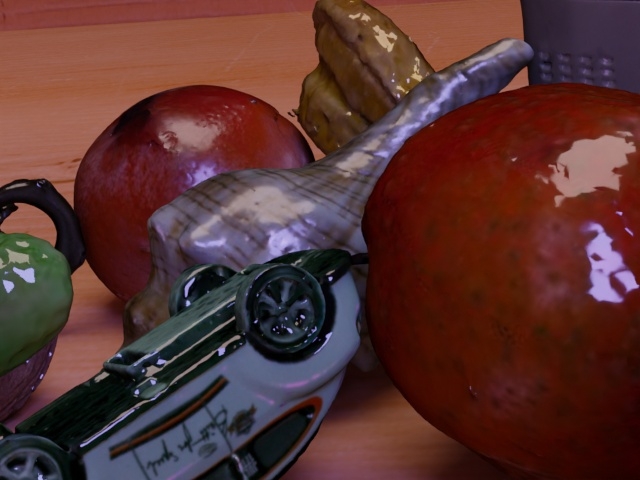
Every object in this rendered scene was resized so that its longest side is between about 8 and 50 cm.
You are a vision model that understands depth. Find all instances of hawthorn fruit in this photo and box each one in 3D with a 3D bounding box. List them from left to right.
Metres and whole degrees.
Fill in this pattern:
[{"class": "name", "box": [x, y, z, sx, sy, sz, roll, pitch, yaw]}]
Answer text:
[{"class": "hawthorn fruit", "box": [0.124, 0.031, 1.014, 0.300, 0.254, 0.254, 0, 16, 35]}]

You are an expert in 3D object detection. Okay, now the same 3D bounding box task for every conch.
[{"class": "conch", "box": [0.005, 0.013, 1.194, 0.386, 0.169, 0.203, -25, -9, 0]}]

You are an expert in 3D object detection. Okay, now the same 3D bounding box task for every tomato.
[{"class": "tomato", "box": [-0.104, -0.037, 1.410, 0.208, 0.184, 0.208, -3, 15, 1]}]

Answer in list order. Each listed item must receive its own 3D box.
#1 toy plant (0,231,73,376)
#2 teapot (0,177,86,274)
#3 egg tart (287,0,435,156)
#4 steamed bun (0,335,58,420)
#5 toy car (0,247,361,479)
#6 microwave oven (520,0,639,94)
[{"class": "toy plant", "box": [-0.343, 0.105, 0.886, 0.317, 0.210, 0.356, 2, 23, 42]}, {"class": "teapot", "box": [-0.329, -0.004, 1.348, 0.269, 0.182, 0.173, -11, 18, -2]}, {"class": "egg tart", "box": [0.071, -0.070, 1.386, 0.115, 0.290, 0.290, -37, 18, 1]}, {"class": "steamed bun", "box": [-0.275, 0.085, 1.199, 0.145, 0.106, 0.175, 17, 40, 42]}, {"class": "toy car", "box": [-0.098, 0.114, 0.987, 0.306, 0.125, 0.136, -36, 13, -21]}, {"class": "microwave oven", "box": [0.379, -0.097, 1.201, 0.394, 0.333, 0.247, -15, 14, -27]}]
